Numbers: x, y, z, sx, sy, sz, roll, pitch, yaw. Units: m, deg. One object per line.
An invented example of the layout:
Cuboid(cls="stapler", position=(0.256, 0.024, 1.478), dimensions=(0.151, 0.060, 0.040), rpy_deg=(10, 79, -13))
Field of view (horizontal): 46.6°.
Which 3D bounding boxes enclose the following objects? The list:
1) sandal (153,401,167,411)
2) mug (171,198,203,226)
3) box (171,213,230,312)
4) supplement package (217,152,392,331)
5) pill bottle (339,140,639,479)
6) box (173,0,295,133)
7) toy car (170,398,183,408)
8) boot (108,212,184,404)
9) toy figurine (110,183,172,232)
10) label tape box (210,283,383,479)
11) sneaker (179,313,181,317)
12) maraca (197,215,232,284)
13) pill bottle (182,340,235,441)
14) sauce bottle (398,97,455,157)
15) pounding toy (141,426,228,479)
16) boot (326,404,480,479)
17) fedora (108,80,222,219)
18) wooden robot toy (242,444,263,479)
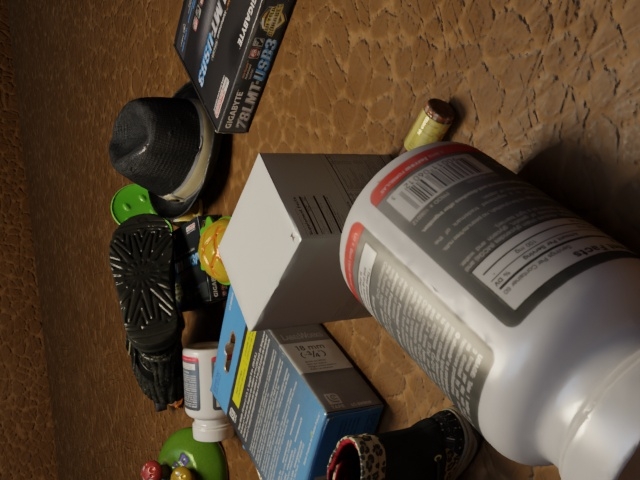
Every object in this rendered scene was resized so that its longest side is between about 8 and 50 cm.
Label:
Cuboid(cls="sandal", position=(-0.408, 0.302, 1.829), dimensions=(0.097, 0.054, 0.255), rpy_deg=(103, 148, -54))
Cuboid(cls="mug", position=(-0.279, -0.066, 1.592), dimensions=(0.062, 0.078, 0.064), rpy_deg=(42, -134, -72))
Cuboid(cls="box", position=(-0.264, 0.054, 1.570), dimensions=(0.220, 0.051, 0.175), rpy_deg=(-20, 77, 58))
Cuboid(cls="supplement package", position=(0.000, 0.000, 0.997), dimensions=(0.194, 0.203, 0.149), rpy_deg=(-59, 45, 41))
Cuboid(cls="pill bottle", position=(0.190, 0.072, 0.691), dimensions=(0.363, 0.210, 0.210), rpy_deg=(47, 131, 46))
Cuboid(cls="box", position=(-0.171, -0.400, 1.365), dimensions=(0.293, 0.073, 0.296), rpy_deg=(63, 142, 35))
Cuboid(cls="toy car", position=(-0.328, 0.396, 1.716), dimensions=(0.060, 0.040, 0.122), rpy_deg=(-56, 47, 44))
Cuboid(cls="boot", position=(-0.354, 0.144, 1.560), dimensions=(0.260, 0.131, 0.348), rpy_deg=(92, 169, -54))
Cuboid(cls="toy figurine", position=(-0.431, -0.028, 1.810), dimensions=(0.173, 0.130, 0.159), rpy_deg=(49, 152, 12))
Cuboid(cls="label tape box", position=(-0.053, 0.252, 1.197), dimensions=(0.334, 0.105, 0.241), rpy_deg=(47, 131, 46))
Cuboid(cls="sneaker", position=(-0.361, 0.197, 1.754), dimensions=(0.135, 0.052, 0.058), rpy_deg=(-34, 54, 46))
Cuboid(cls="maraca", position=(-0.184, 0.015, 1.390), dimensions=(0.185, 0.099, 0.127), rpy_deg=(15, 96, 54))
Cuboid(cls="pill bottle", position=(-0.214, 0.295, 1.459), dimensions=(0.108, 0.107, 0.180), rpy_deg=(2, 94, 58))
Cuboid(cls="sauce bottle", position=(0.124, -0.119, 0.939), dimensions=(0.042, 0.042, 0.128), rpy_deg=(64, 143, 32))
Cuboid(cls="pounding toy", position=(-0.286, 0.510, 1.534), dimensions=(0.183, 0.110, 0.237), rpy_deg=(-34, 68, 25))
Cuboid(cls="boot", position=(0.081, 0.307, 0.916), dimensions=(0.085, 0.178, 0.237), rpy_deg=(51, 133, 43))
Cuboid(cls="fedora", position=(-0.337, -0.202, 1.524), dimensions=(0.334, 0.152, 0.334), rpy_deg=(-22, 63, 50))
Cuboid(cls="wooden robot toy", position=(-0.078, 0.411, 1.315), dimensions=(0.079, 0.076, 0.173), rpy_deg=(71, 177, -62))
